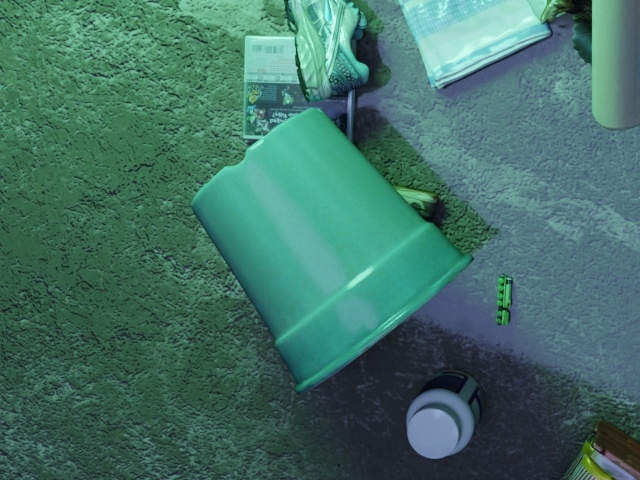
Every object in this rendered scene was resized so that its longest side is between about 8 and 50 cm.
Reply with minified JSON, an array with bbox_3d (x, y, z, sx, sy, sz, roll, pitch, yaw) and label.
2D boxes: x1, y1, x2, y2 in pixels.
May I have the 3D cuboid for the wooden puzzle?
[{"bbox_3d":[0.537,-0.321,1.483,0.348,0.080,0.322,-16,123,-11],"label":"wooden puzzle"}]

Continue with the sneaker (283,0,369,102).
[{"bbox_3d":[0.009,-0.360,1.779,0.122,0.110,0.283,-9,80,-5],"label":"sneaker"}]

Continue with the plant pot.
[{"bbox_3d":[0.000,0.000,1.696,0.341,0.341,0.334,-38,88,17],"label":"plant pot"}]

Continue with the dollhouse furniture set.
[{"bbox_3d":[0.529,0.465,1.711,0.374,0.152,0.201,32,105,10],"label":"dollhouse furniture set"}]

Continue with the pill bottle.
[{"bbox_3d":[0.196,0.279,1.761,0.108,0.193,0.108,2,98,16],"label":"pill bottle"}]

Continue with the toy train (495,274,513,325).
[{"bbox_3d":[0.298,0.098,1.800,0.024,0.017,0.083,4,99,6],"label":"toy train"}]

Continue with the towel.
[{"bbox_3d":[0.218,-0.406,1.745,0.209,0.034,0.285,-22,91,17],"label":"towel"}]

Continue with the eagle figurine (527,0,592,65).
[{"bbox_3d":[0.460,-0.339,1.625,0.298,0.225,0.226,13,148,-22],"label":"eagle figurine"}]

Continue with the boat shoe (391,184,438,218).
[{"bbox_3d":[0.114,-0.067,1.810,0.152,0.056,0.049,10,95,15],"label":"boat shoe"}]

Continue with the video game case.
[{"bbox_3d":[-0.036,-0.251,1.846,0.190,0.022,0.173,4,98,15],"label":"video game case"}]
